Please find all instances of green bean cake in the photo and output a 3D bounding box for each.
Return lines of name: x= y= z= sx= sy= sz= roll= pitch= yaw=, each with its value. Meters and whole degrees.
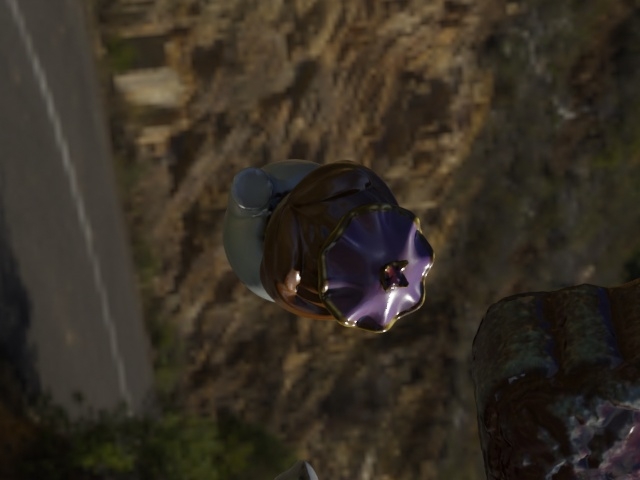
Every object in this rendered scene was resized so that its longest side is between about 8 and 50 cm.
green bean cake: x=0.215 y=0.120 z=0.975 sx=0.097 sy=0.232 sz=0.198 roll=-86 pitch=170 yaw=-55

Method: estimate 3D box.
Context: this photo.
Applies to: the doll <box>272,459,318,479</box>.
doll: x=-0.156 y=0.342 z=1.494 sx=0.348 sy=0.423 sz=0.161 roll=-70 pitch=153 yaw=-60

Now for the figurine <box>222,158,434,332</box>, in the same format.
figurine: x=0.000 y=0.000 z=1.391 sx=0.142 sy=0.189 sz=0.263 roll=-58 pitch=-160 yaw=-6
